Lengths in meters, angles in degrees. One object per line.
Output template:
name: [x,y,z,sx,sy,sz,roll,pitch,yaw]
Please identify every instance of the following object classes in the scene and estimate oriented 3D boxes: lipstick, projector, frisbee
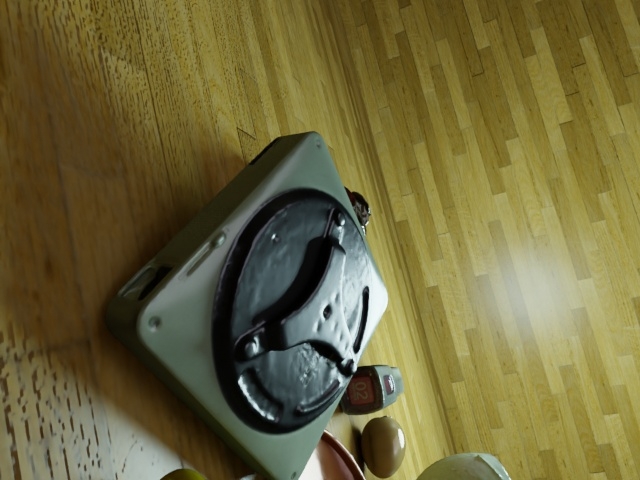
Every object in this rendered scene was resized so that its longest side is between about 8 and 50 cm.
lipstick: [0.106,0.280,0.815,0.253,0.078,0.078,39,39,-65]
projector: [-0.026,0.064,0.421,0.257,0.079,0.258,-55,133,-36]
frisbee: [0.005,0.302,0.484,0.192,0.035,0.192,47,14,-16]

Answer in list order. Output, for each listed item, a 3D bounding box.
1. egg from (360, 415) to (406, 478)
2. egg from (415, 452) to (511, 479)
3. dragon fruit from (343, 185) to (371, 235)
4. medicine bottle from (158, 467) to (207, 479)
egg: [0.109,0.362,0.745,0.096,0.080,0.080,-75,146,-54]
egg: [0.240,0.556,0.783,0.337,0.201,0.336,6,90,-90]
dragon fruit: [0.000,-0.003,0.598,0.224,0.148,0.218,22,55,-69]
medicine bottle: [-0.054,0.268,0.319,0.094,0.064,0.260,-82,151,-49]
